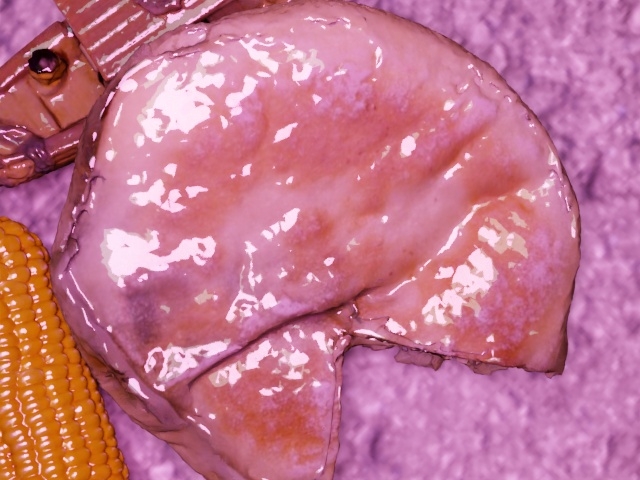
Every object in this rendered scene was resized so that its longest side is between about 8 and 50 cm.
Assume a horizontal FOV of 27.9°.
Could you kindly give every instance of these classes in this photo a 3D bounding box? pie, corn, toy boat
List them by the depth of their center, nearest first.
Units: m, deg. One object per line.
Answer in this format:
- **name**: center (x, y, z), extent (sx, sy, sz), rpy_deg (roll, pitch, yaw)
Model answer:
- **pie**: center (0.000, 0.000, 0.795), extent (0.337, 0.075, 0.338), rpy_deg (-1, 96, -10)
- **corn**: center (-0.178, 0.117, 0.804), extent (0.101, 0.101, 0.310), rpy_deg (-22, 84, 0)
- **toy boat**: center (-0.105, -0.136, 0.819), extent (0.321, 0.121, 0.089), rpy_deg (-34, 83, -1)
